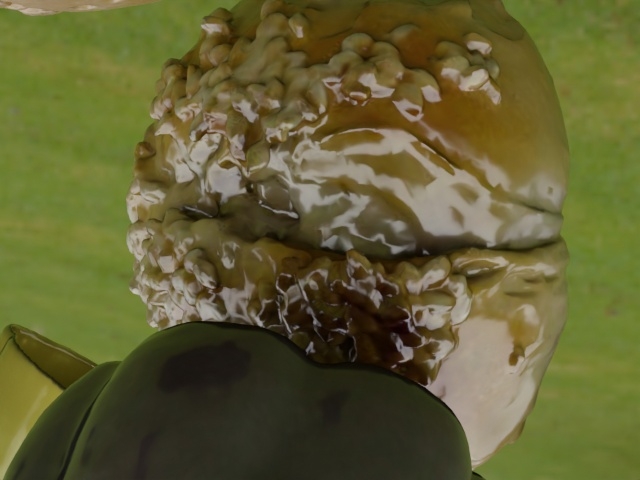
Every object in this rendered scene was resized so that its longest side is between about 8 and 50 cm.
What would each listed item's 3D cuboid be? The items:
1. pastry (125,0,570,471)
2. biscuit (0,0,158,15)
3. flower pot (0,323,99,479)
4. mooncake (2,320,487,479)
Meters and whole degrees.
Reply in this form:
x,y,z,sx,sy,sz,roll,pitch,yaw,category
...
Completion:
x,y,z,sx,sy,sz,roll,pitch,yaw,category
0.000,0.000,1.010,0.284,0.316,0.184,15,-167,41,pastry
-0.074,-0.125,0.802,0.184,0.027,0.133,-5,175,4,biscuit
-0.185,0.182,1.248,0.195,0.179,0.195,34,180,0,flower pot
-0.032,0.143,0.853,0.244,0.133,0.245,12,143,9,mooncake
